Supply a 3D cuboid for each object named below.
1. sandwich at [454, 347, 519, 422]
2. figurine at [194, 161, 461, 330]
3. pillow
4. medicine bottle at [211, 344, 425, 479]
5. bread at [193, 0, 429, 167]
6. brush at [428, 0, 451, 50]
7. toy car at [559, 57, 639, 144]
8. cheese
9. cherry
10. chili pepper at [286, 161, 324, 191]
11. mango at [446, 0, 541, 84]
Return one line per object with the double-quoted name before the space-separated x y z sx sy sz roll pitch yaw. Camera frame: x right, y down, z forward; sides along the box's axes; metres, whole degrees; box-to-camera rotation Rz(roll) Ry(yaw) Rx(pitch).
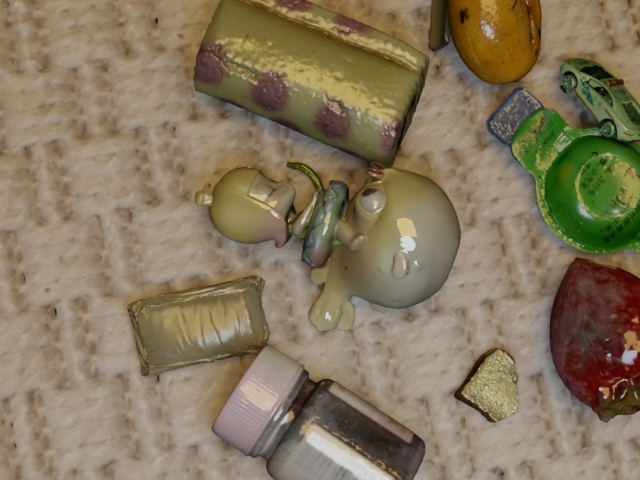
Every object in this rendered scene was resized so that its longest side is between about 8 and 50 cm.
"sandwich" 0.266 0.219 1.557 0.093 0.036 0.105 33 76 4
"figurine" 0.000 0.000 1.527 0.394 0.226 0.274 16 106 4
"pillow" -0.176 0.126 1.533 0.208 0.053 0.119 -10 83 -7
"medicine bottle" -0.003 0.281 1.459 0.273 0.165 0.165 33 77 5
"bread" -0.013 -0.256 1.579 0.338 0.155 0.187 22 69 3
"brush" 0.213 -0.448 1.691 0.048 0.054 0.282 12 77 -27
"toy car" 0.450 -0.229 1.625 0.093 0.058 0.186 -13 58 -35
"cheese" 0.403 -0.109 1.615 0.320 0.083 0.204 42 80 2
"cherry" 0.431 0.135 1.517 0.175 0.192 0.249 -4 63 -43
"chili pepper" -0.018 -0.096 1.613 0.030 0.017 0.083 -36 83 -9
"mango" 0.269 -0.391 1.618 0.177 0.120 0.295 -21 100 -44
